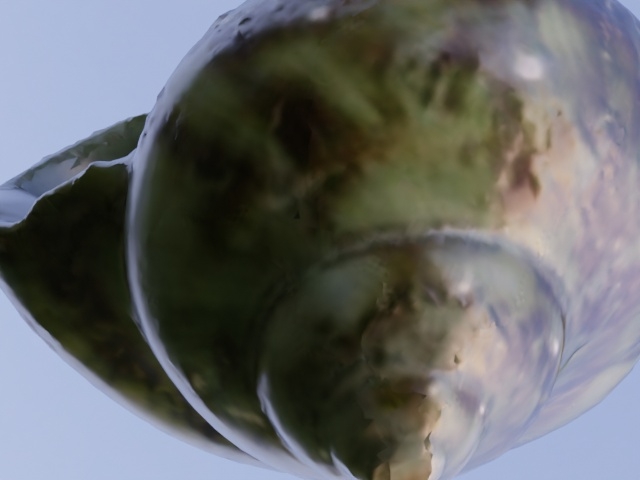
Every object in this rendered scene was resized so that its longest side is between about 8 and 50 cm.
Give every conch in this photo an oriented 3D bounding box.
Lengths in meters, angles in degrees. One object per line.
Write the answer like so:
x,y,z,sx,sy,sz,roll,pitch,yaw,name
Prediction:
0.001,0.003,0.448,0.187,0.181,0.124,-17,-91,10,conch
